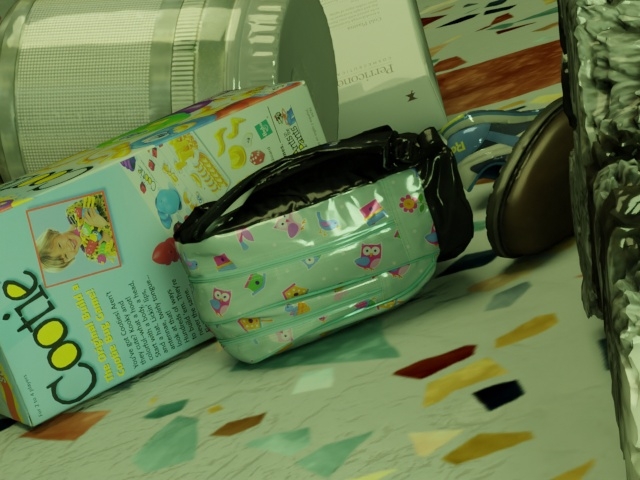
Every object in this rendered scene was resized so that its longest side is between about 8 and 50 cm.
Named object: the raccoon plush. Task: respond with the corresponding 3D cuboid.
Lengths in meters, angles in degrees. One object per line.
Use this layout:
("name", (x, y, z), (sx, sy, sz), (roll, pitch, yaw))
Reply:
("raccoon plush", (0.272, -0.021, 0.716), (0.299, 0.216, 0.446), (-4, 45, 7))

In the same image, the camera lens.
("camera lens", (-0.140, -0.121, 1.357), (0.274, 0.219, 0.219), (-1, 18, 16))

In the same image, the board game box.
("board game box", (-0.132, 0.002, 1.099), (0.275, 0.144, 0.142), (-25, 14, -27))

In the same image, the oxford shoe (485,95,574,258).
("oxford shoe", (0.200, -0.056, 1.008), (0.227, 0.083, 0.096), (-36, 37, -26))

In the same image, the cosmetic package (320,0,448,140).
("cosmetic package", (-0.084, -0.190, 1.565), (0.377, 0.097, 0.284), (-17, 53, 10))

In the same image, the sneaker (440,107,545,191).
("sneaker", (0.165, -0.068, 1.170), (0.144, 0.059, 0.053), (-6, -20, -7))

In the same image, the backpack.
("backpack", (0.000, 0.000, 0.989), (0.182, 0.115, 0.152), (-22, 2, -6))

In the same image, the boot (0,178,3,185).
("boot", (-0.359, 0.009, 1.517), (0.295, 0.104, 0.211), (-50, -7, -11))
